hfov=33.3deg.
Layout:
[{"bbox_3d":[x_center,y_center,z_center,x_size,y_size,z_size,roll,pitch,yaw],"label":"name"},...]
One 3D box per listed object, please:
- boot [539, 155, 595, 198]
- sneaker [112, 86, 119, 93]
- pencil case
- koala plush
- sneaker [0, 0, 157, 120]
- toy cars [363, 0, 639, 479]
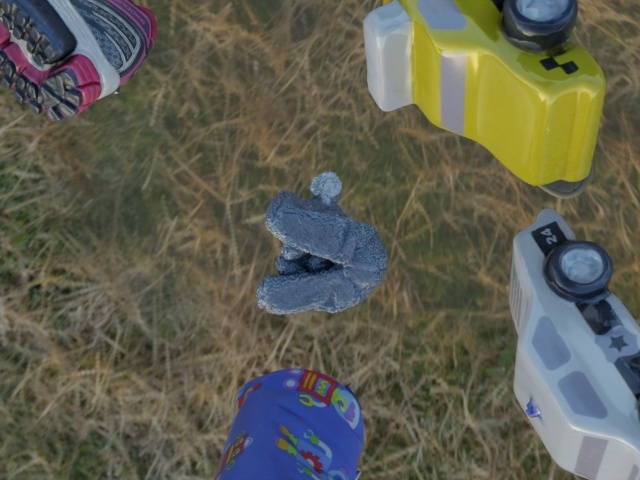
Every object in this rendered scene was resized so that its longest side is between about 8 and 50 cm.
[{"bbox_3d":[0.191,-0.137,1.118,0.077,0.165,0.213,-44,97,3],"label":"boot"},{"bbox_3d":[-0.213,-0.160,1.002,0.035,0.083,0.031,-11,128,-28],"label":"sneaker"},{"bbox_3d":[-0.029,0.220,0.876,0.133,0.306,0.119,37,109,-9],"label":"pencil case"},{"bbox_3d":[0.000,0.000,1.751,0.203,0.221,0.196,6,112,-7],"label":"koala plush"},{"bbox_3d":[-0.261,-0.231,0.852,0.299,0.112,0.121,49,143,-2],"label":"sneaker"},{"bbox_3d":[0.104,-0.012,0.578,0.087,0.176,0.394,-23,99,-8],"label":"toy cars"}]
